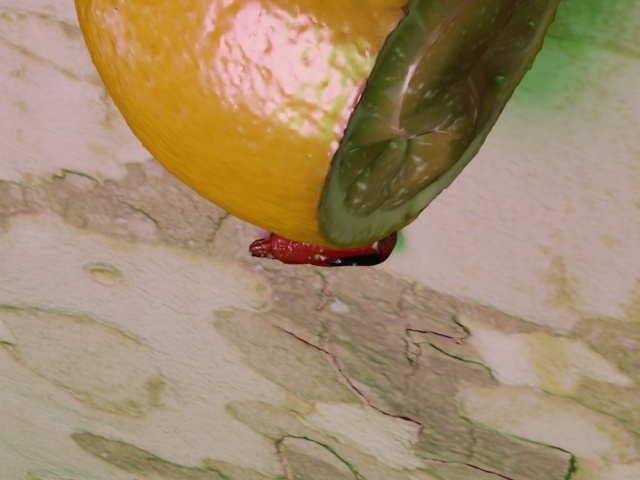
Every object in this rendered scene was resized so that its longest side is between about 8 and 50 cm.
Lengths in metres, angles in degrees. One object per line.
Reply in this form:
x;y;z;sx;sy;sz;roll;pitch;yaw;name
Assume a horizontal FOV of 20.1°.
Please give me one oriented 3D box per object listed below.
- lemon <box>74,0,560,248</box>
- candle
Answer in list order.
-0.018;-0.193;1.276;0.364;0.364;0.364;17;138;16;lemon
0.000;0.000;1.674;0.162;0.048;0.053;-5;94;34;candle
